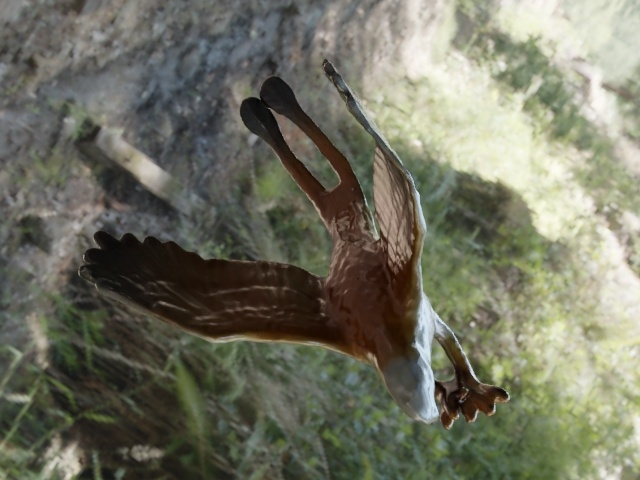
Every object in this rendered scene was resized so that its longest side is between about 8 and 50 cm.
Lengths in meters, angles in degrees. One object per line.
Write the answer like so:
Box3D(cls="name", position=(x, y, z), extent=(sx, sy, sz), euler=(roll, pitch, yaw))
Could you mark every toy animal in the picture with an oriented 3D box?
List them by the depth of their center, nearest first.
Box3D(cls="toy animal", position=(0.015, 0.018, 0.767), extent=(0.225, 0.302, 0.284), euler=(-39, -174, 15))
